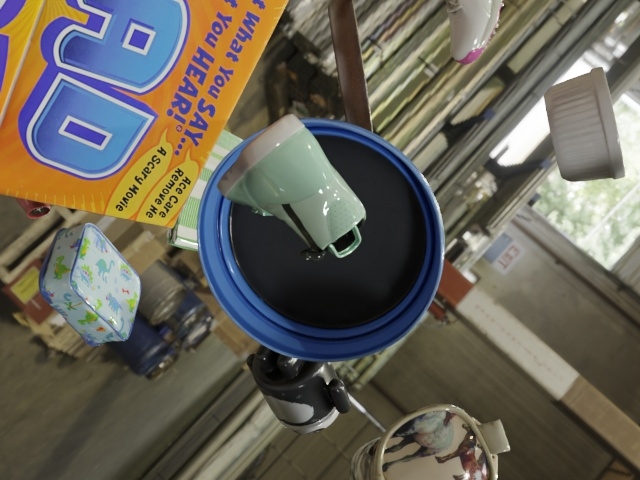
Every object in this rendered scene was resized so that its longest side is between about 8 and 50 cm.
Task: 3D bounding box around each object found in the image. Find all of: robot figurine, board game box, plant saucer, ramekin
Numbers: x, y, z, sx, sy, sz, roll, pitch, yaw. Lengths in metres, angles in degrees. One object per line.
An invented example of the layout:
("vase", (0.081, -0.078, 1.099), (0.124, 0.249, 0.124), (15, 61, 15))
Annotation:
("robot figurine", (-0.052, 0.316, 1.548), (0.174, 0.209, 0.278), (-26, 131, -7))
("board game box", (-0.264, -0.281, 0.609), (0.357, 0.356, 0.356), (13, 120, -37))
("plant saucer", (0.056, -0.322, 1.293), (0.050, 0.310, 0.310), (-9, 171, 6))
("ramekin", (0.482, -0.204, 1.264), (0.109, 0.207, 0.207), (-12, -176, 23))

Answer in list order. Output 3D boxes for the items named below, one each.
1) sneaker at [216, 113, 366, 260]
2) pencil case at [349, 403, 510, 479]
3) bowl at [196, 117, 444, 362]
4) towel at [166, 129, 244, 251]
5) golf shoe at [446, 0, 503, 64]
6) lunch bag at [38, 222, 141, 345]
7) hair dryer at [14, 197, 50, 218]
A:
("sneaker", (-0.032, -0.036, 0.763), (0.094, 0.151, 0.256), (-38, -176, -12))
("pencil case", (0.146, 0.360, 1.055), (0.184, 0.159, 0.410), (-7, 158, -7))
("bowl", (0.000, 0.000, 1.083), (0.391, 0.391, 0.077), (-52, 180, 22))
("towel", (-0.285, -0.131, 1.731), (0.248, 0.038, 0.324), (20, 72, -60))
("golf shoe", (0.241, -0.460, 1.176), (0.115, 0.140, 0.306), (-167, -96, -69))
("lunch bag", (-0.434, 0.083, 1.317), (0.090, 0.176, 0.219), (-11, 139, 14))
("hair dryer", (-0.542, -0.135, 1.065), (0.080, 0.294, 0.223), (-41, -161, 48))
